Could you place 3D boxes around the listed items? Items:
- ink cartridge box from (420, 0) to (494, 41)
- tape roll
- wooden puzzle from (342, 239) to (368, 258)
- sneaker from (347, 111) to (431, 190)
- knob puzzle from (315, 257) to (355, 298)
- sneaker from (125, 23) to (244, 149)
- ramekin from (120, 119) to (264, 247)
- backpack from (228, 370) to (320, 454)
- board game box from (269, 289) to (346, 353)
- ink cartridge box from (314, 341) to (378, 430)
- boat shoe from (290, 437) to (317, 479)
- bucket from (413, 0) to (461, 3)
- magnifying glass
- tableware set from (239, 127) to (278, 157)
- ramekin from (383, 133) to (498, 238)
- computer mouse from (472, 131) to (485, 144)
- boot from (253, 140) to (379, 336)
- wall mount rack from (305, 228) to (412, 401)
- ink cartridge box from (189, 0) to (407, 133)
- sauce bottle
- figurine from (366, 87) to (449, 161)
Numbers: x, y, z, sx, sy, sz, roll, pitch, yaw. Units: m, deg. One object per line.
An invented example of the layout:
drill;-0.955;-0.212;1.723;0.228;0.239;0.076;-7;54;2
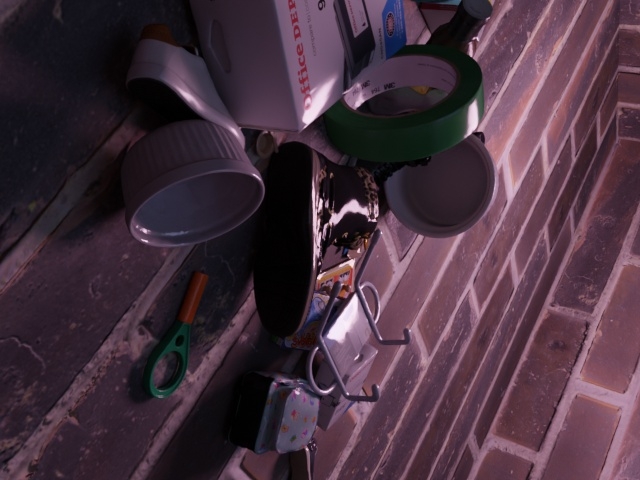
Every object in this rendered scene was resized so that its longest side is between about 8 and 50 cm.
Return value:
ink cartridge box;0.348;-0.603;1.767;0.128;0.127;0.176;39;69;-56
tape roll;0.162;-0.280;1.428;0.321;0.321;0.077;-50;142;-35
wooden puzzle;0.085;0.006;1.733;0.116;0.014;0.078;9;91;-59
sneaker;0.164;-0.181;1.646;0.295;0.147;0.104;-61;148;-18
knob puzzle;0.035;0.154;1.702;0.213;0.030;0.213;-32;130;-49
sneaker;-0.188;-0.225;1.105;0.290;0.106;0.123;52;39;-64
ramekin;-0.197;-0.087;1.067;0.207;0.207;0.109;20;43;-59
backpack;-0.083;0.359;1.502;0.188;0.145;0.165;15;85;-63
board game box;-0.015;0.180;1.595;0.201;0.035;0.136;19;96;-54
ink cartridge box;0.046;0.336;1.701;0.140;0.082;0.190;-31;146;-49
boat shoe;-0.034;0.575;1.740;0.065;0.075;0.206;-17;113;-51
bucket;0.262;-0.628;1.496;0.183;0.281;0.281;-26;125;-46
magnifying glass;-0.250;0.166;1.262;0.092;0.026;0.230;30;80;-58
tableware set;-0.130;-0.199;1.289;0.169;0.020;0.141;-41;136;-43
ramekin;0.309;-0.147;1.781;0.135;0.277;0.277;-7;110;-65
computer mouse;0.372;-0.252;2.036;0.262;0.060;0.184;-46;145;-20
boot;0.000;0.000;1.471;0.284;0.138;0.377;1;92;-58
wall mount rack;0.083;0.163;1.545;0.350;0.131;0.304;-50;125;-48
ink cartridge box;-0.021;-0.397;1.217;0.395;0.166;0.285;-47;137;-40
sauce bottle;0.275;-0.405;1.602;0.111;0.111;0.344;-56;178;-28
figurine;0.180;-0.264;1.572;0.214;0.210;0.092;-58;146;-25
